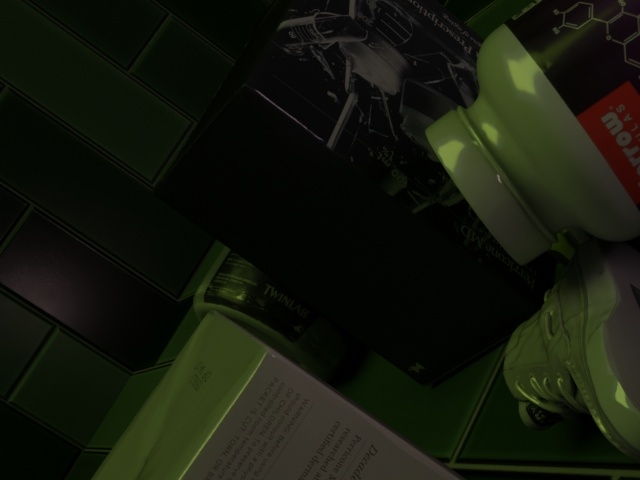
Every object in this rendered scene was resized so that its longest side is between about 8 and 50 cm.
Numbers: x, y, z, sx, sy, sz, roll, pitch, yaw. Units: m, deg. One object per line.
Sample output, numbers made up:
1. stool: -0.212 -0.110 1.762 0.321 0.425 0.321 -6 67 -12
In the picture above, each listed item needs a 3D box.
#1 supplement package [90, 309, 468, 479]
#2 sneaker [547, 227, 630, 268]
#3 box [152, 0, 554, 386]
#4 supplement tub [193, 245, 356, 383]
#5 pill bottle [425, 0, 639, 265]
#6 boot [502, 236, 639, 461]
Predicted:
1. supplement package: 0.019 0.198 0.566 0.175 0.293 0.177 -56 13 -7
2. sneaker: 0.256 -0.086 0.910 0.121 0.111 0.300 -35 27 28
3. box: 0.064 -0.089 1.016 0.179 0.343 0.312 -41 19 43
4. supplement tub: 0.000 0.000 1.308 0.338 0.207 0.207 -59 14 -22
5. pill bottle: 0.240 -0.123 0.703 0.323 0.181 0.181 -36 18 13
6. boot: 0.190 0.098 0.702 0.123 0.095 0.258 -55 4 25
